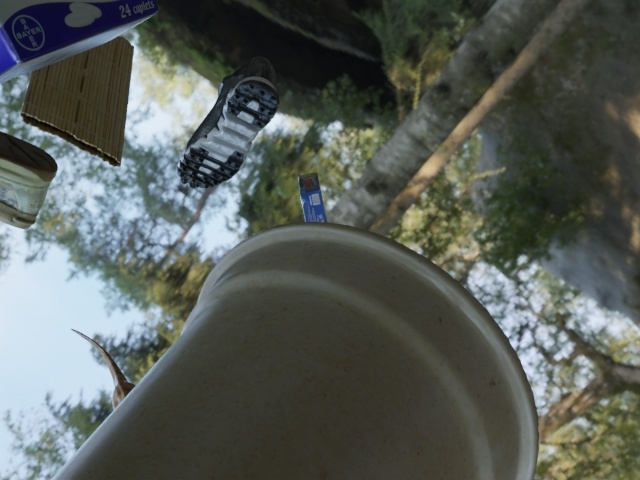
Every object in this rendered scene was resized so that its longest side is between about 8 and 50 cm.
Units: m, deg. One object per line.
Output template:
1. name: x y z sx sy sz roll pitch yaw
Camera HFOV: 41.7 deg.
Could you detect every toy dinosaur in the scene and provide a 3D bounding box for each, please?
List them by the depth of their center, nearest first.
1. toy dinosaur: -0.252 0.203 1.096 0.211 0.064 0.112 55 171 44

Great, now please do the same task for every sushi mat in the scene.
1. sushi mat: -0.345 -0.238 1.225 0.151 0.019 0.317 28 -146 -30

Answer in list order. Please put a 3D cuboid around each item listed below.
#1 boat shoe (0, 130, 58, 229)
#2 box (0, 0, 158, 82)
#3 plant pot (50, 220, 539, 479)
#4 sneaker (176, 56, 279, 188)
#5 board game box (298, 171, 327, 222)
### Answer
1. boat shoe: -0.434 -0.096 0.901 0.285 0.089 0.105 22 -162 -13
2. box: -0.188 -0.176 0.510 0.126 0.072 0.137 -42 -68 -49
3. plant pot: -0.045 0.198 0.620 0.334 0.334 0.305 43 -141 6
4. sneaker: -0.123 -0.163 1.155 0.078 0.234 0.106 25 -135 -21
5. board game box: 0.000 0.000 1.389 0.136 0.035 0.201 -98 -3 -74
